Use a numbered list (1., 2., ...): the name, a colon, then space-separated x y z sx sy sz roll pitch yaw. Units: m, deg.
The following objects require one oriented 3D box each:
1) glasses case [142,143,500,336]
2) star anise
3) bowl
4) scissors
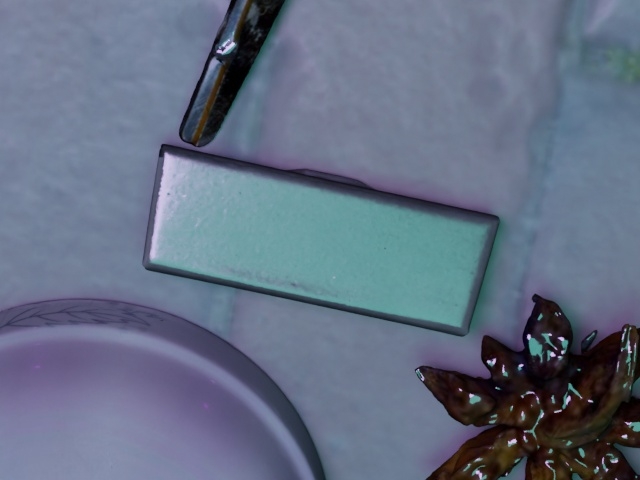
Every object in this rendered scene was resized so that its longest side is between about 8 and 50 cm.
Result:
1. glasses case: -0.001 -0.001 1.035 0.190 0.042 0.072 12 100 -5
2. star anise: 0.132 0.104 1.065 0.168 0.057 0.168 2 115 5
3. bowl: -0.135 0.188 1.041 0.287 0.144 0.287 0 107 0
4. scissors: -0.005 -0.177 0.962 0.160 0.024 0.317 2 127 -39
